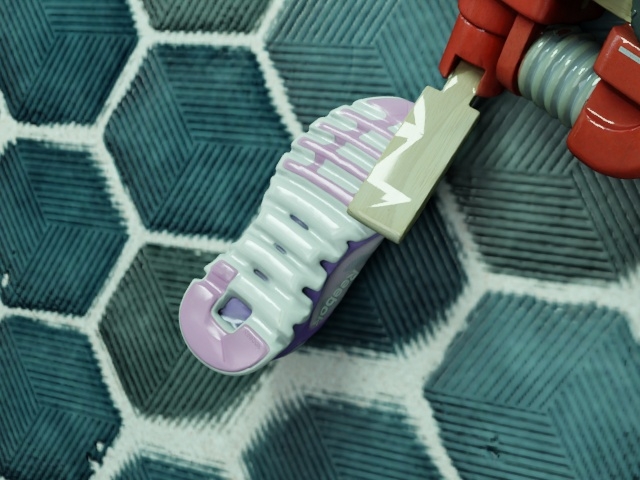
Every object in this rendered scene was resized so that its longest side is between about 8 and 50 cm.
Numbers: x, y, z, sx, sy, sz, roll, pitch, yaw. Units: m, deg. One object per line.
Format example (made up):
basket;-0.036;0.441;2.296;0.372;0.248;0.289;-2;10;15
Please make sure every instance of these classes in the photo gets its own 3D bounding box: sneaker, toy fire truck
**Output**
sneaker;0.000;0.000;0.779;0.095;0.104;0.236;40;89;20
toy fire truck;0.141;-0.096;0.670;0.217;0.158;0.246;43;130;29
